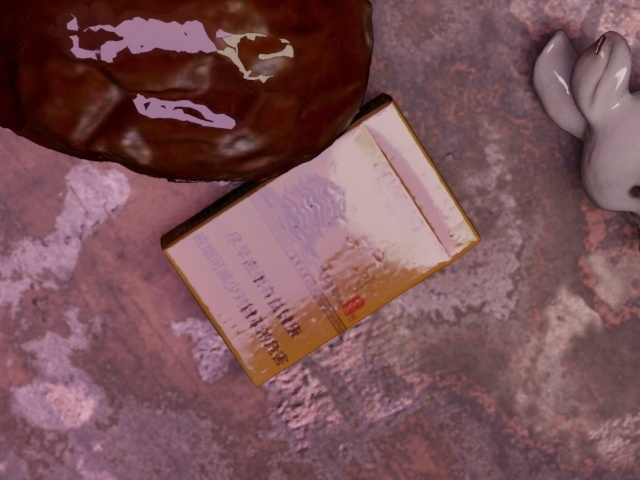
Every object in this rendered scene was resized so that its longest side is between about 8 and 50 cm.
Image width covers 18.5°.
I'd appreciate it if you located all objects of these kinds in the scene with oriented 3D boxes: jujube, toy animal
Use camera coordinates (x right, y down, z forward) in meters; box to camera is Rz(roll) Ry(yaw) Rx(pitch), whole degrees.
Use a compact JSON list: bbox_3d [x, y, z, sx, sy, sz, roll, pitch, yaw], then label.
[{"bbox_3d":[-0.139,-0.190,1.817,0.377,0.276,0.276,2,100,-5],"label":"jujube"},{"bbox_3d":[0.377,-0.108,1.939,0.310,0.183,0.247,-10,96,2],"label":"toy animal"}]

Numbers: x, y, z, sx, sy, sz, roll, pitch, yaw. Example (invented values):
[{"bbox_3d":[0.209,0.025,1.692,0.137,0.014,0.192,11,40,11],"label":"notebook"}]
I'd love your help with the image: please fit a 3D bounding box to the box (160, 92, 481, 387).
[{"bbox_3d":[0.000,0.000,1.969,0.274,0.076,0.174,-33,103,1],"label":"box"}]
